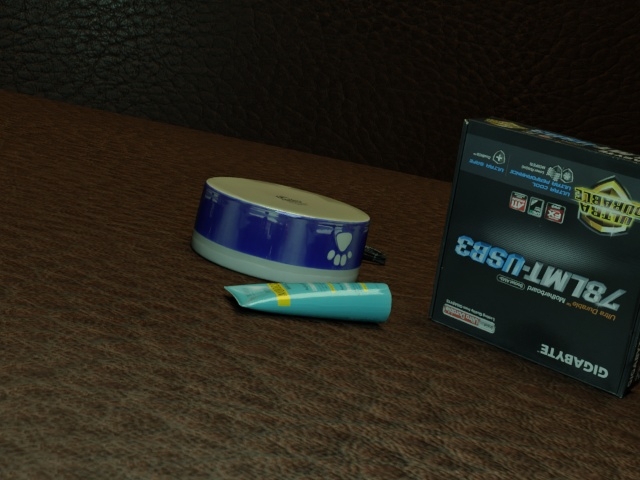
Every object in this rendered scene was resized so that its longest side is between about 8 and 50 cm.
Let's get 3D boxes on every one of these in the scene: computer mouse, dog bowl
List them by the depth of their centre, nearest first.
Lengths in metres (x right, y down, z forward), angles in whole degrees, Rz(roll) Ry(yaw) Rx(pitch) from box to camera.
[{"bbox_3d":[-0.060,-0.016,1.411,0.265,0.104,0.265,13,10,-2],"label":"dog bowl"},{"bbox_3d":[0.000,0.000,1.615,0.242,0.041,0.071,21,10,6],"label":"computer mouse"}]

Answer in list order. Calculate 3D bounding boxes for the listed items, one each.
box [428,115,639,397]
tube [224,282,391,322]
[{"bbox_3d":[0.299,0.013,1.192,0.296,0.293,0.073,22,22,36],"label":"box"},{"bbox_3d":[-0.014,0.076,1.165,0.207,0.052,0.080,4,7,-20],"label":"tube"}]
